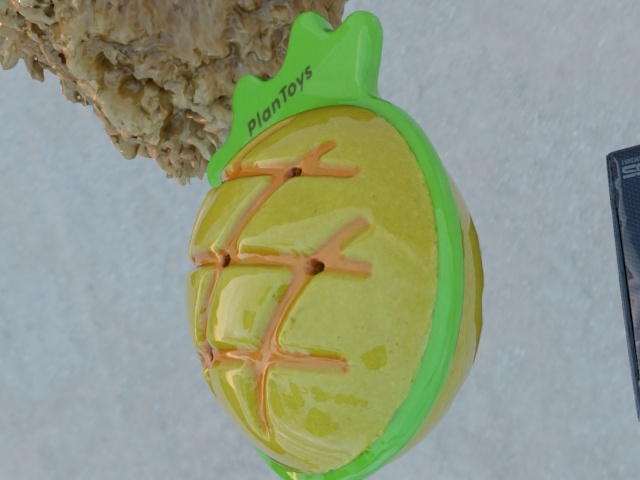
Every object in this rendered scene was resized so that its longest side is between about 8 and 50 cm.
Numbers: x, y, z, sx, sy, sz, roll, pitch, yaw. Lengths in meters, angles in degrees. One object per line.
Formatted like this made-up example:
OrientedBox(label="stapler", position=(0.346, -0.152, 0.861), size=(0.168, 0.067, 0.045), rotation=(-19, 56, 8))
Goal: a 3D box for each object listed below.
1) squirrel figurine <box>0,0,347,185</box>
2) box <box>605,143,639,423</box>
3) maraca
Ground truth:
OrientedBox(label="squirrel figurine", position=(-0.142, -0.202, 0.771), size=(0.397, 0.370, 0.281), rotation=(33, 132, 32))
OrientedBox(label="box", position=(0.300, 0.011, 0.934), size=(0.232, 0.059, 0.184), rotation=(-13, 75, 35))
OrientedBox(label="maraca", position=(0.000, 0.000, 0.551), size=(0.099, 0.186, 0.127), rotation=(18, 136, -39))
